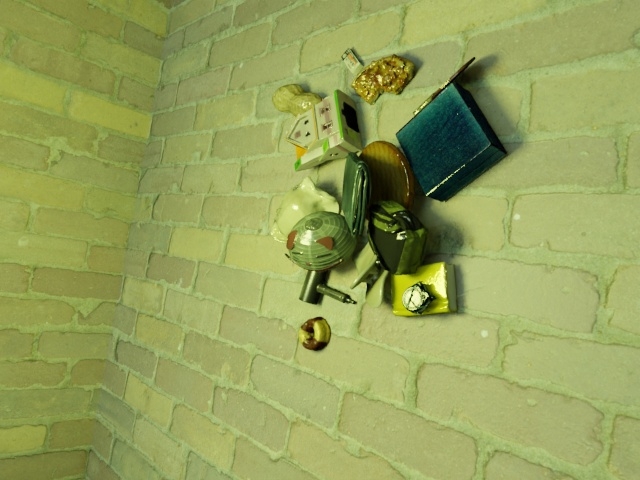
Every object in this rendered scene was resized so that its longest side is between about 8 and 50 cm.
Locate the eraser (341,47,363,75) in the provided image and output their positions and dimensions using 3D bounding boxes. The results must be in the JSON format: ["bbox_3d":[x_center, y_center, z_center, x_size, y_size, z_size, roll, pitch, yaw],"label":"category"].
[{"bbox_3d":[0.129,-0.731,2.062,0.052,0.029,0.122,-46,52,28],"label":"eraser"}]

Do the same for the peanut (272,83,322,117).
[{"bbox_3d":[-0.097,-0.606,2.198,0.298,0.120,0.136,33,109,41],"label":"peanut"}]

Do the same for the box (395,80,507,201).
[{"bbox_3d":[0.410,-0.314,1.625,0.261,0.116,0.279,-41,55,34],"label":"box"}]

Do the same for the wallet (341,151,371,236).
[{"bbox_3d":[0.123,-0.171,1.727,0.342,0.075,0.237,-99,10,-74],"label":"wallet"}]

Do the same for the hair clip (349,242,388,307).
[{"bbox_3d":[0.176,0.104,1.749,0.172,0.113,0.282,-57,9,37],"label":"hair clip"}]

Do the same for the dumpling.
[{"bbox_3d":[-0.055,-0.102,2.045,0.243,0.187,0.318,35,121,2],"label":"dumpling"}]

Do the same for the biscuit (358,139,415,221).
[{"bbox_3d":[0.219,-0.191,1.769,0.318,0.040,0.318,30,126,53],"label":"biscuit"}]

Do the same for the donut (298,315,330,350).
[{"bbox_3d":[-0.028,0.362,1.957,0.140,0.059,0.140,-8,79,44],"label":"donut"}]

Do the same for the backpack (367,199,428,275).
[{"bbox_3d":[0.232,-0.018,1.633,0.253,0.140,0.207,-125,34,-47],"label":"backpack"}]

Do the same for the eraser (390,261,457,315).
[{"bbox_3d":[0.331,0.162,1.633,0.226,0.069,0.158,-15,68,43],"label":"eraser"}]

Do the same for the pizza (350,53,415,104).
[{"bbox_3d":[0.225,-0.611,1.900,0.305,0.085,0.161,-3,80,46],"label":"pizza"}]

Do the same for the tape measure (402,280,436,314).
[{"bbox_3d":[0.301,0.178,1.571,0.094,0.054,0.091,-46,52,20],"label":"tape measure"}]

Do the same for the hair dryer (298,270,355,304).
[{"bbox_3d":[0.044,0.172,1.930,0.248,0.078,0.195,20,95,36],"label":"hair dryer"}]

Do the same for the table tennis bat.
[{"bbox_3d":[0.406,-0.506,1.675,0.021,0.154,0.274,48,135,-1],"label":"table tennis bat"}]

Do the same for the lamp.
[{"bbox_3d":[0.000,0.000,1.867,0.265,0.233,0.233,-5,76,19],"label":"lamp"}]

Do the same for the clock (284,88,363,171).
[{"bbox_3d":[-0.002,-0.424,2.032,0.309,0.166,0.235,-20,67,33],"label":"clock"}]
